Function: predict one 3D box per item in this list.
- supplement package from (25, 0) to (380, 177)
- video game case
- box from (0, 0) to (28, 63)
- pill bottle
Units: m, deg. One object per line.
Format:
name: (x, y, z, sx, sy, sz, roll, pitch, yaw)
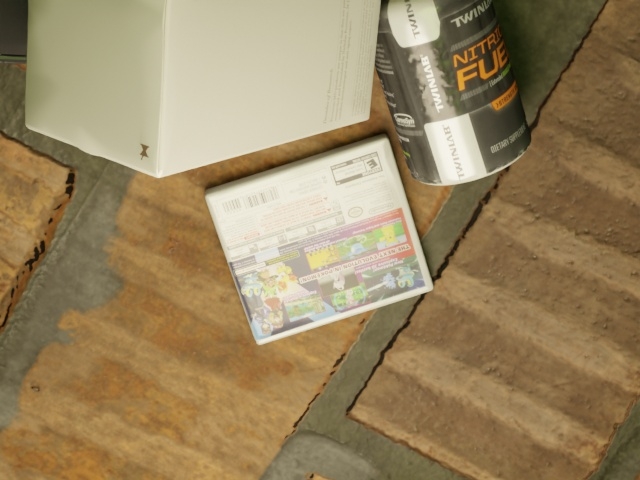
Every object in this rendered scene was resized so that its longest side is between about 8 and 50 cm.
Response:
supplement package: (-0.102, -0.187, 1.576, 0.177, 0.293, 0.175, 21, 117, 35)
video game case: (0.000, 0.000, 1.823, 0.201, 0.023, 0.183, -18, 112, 1)
box: (-0.307, -0.365, 1.611, 0.318, 0.097, 0.395, 3, 113, -5)
pill bottle: (0.115, -0.188, 1.701, 0.130, 0.130, 0.245, -19, 112, 2)
